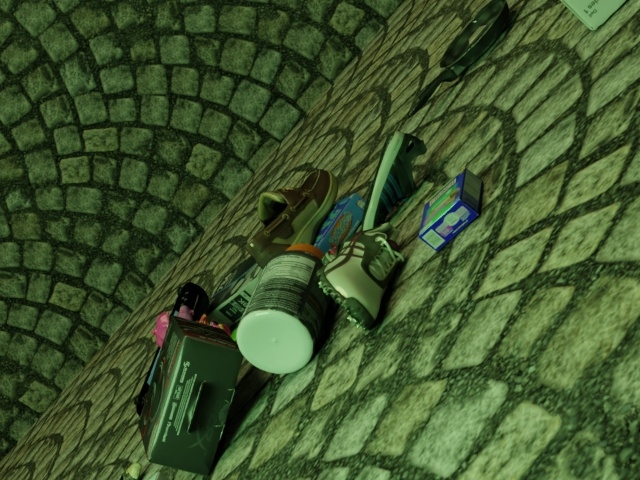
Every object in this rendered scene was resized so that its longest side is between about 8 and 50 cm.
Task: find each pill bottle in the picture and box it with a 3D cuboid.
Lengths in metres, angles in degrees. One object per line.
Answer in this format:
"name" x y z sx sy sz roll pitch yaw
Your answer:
"pill bottle" -0.050 0.102 1.740 0.130 0.130 0.246 -43 14 30

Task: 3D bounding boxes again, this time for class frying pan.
"frying pan" 0.302 -0.385 2.123 0.197 0.053 0.326 -36 21 49

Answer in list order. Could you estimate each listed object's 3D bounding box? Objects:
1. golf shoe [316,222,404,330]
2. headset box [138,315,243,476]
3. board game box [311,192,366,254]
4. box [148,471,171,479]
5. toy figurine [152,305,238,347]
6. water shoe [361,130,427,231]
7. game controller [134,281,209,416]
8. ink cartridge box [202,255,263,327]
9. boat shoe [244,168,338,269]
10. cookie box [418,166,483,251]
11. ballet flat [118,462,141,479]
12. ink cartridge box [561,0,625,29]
"golf shoe" 0.066 0.042 1.581 0.120 0.105 0.273 -40 15 13
"headset box" -0.225 0.262 1.779 0.293 0.110 0.218 -163 90 -76
"board game box" 0.000 0.000 2.059 0.160 0.047 0.210 -56 13 -24
"box" -0.162 0.370 1.211 0.145 0.186 0.038 -43 14 26
"toy figurine" -0.267 0.198 2.157 0.173 0.159 0.130 -56 14 -28
"water shoe" 0.130 -0.088 1.818 0.073 0.080 0.203 -86 13 -75
"game controller" -0.330 0.247 2.284 0.166 0.067 0.319 -173 104 -77
"ink cartridge box" -0.176 0.112 2.323 0.332 0.065 0.165 -39 17 44
"boat shoe" -0.064 -0.059 2.051 0.123 0.123 0.342 -40 15 39
"cookie box" 0.193 -0.047 1.529 0.092 0.040 0.107 -44 13 29
"ballet flat" -0.412 0.503 2.023 0.173 0.049 0.057 -50 13 0
"ink cartridge box" 0.456 -0.477 1.690 0.201 0.117 0.278 -46 13 18
